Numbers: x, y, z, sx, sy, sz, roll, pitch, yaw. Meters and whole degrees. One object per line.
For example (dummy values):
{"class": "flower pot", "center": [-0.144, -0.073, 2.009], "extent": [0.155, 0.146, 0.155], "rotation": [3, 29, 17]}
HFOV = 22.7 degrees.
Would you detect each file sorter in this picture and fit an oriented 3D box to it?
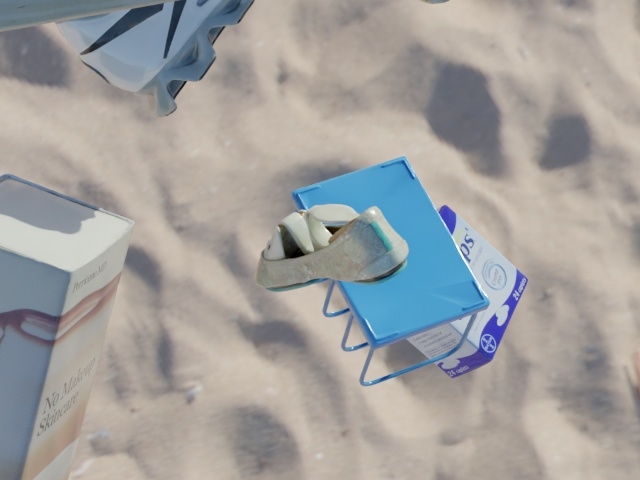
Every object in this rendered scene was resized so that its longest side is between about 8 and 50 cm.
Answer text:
{"class": "file sorter", "center": [0.056, 0.032, 1.470], "extent": [0.118, 0.104, 0.170], "rotation": [-19, 62, -19]}

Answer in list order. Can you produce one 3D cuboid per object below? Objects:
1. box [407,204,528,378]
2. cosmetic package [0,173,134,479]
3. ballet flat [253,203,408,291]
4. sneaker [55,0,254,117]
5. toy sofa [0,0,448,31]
{"class": "box", "center": [0.141, 0.056, 1.751], "extent": [0.137, 0.072, 0.126], "rotation": [40, 53, -15]}
{"class": "cosmetic package", "center": [-0.268, 0.114, 1.339], "extent": [0.129, 0.296, 0.153], "rotation": [20, 22, 9]}
{"class": "ballet flat", "center": [0.000, 0.000, 1.054], "extent": [0.057, 0.168, 0.052], "rotation": [-39, 107, -29]}
{"class": "sneaker", "center": [-0.098, -0.273, 1.328], "extent": [0.146, 0.122, 0.330], "rotation": [33, 94, -24]}
{"class": "toy sofa", "center": [-0.121, -0.192, 0.849], "extent": [0.363, 0.150, 0.177], "rotation": [-12, 111, -15]}
